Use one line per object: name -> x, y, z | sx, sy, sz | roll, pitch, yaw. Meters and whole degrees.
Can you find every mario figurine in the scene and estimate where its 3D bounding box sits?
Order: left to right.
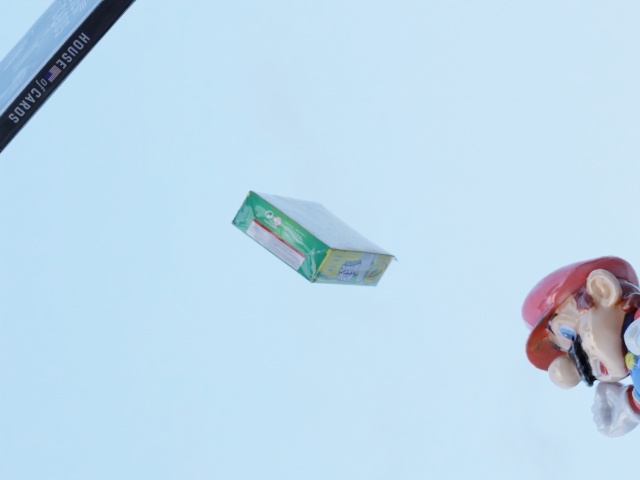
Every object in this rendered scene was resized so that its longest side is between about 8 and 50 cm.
mario figurine -> 0.311, 0.137, 1.378 | 0.170, 0.320, 0.198 | -8, -64, -39

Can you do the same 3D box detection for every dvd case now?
dvd case -> -0.270, -0.179, 1.385 | 0.029, 0.238, 0.179 | 39, -170, -24

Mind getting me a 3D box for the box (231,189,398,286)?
box -> 0.000, 0.000, 1.369 | 0.043, 0.105, 0.179 | -59, -23, 13
